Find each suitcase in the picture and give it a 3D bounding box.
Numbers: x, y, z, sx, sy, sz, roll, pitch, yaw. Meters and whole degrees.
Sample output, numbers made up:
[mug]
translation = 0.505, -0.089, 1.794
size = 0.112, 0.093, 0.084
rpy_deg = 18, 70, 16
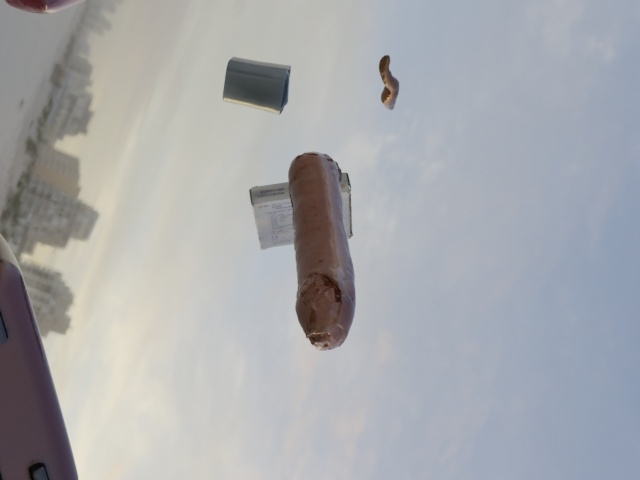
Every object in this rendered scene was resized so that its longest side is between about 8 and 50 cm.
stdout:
[suitcase]
translation = -0.372, 0.142, 0.849
size = 0.236, 0.161, 0.297
rpy_deg = 27, -49, 58

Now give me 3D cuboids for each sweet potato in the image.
[sweet potato]
translation = 0.141, -0.311, 1.653
size = 0.179, 0.044, 0.044
rpy_deg = 71, 31, -66

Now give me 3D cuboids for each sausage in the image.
[sausage]
translation = 0.000, 0.000, 1.244
size = 0.094, 0.094, 0.419
rpy_deg = -56, -156, 31

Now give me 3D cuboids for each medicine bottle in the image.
[medicine bottle]
translation = -0.035, -0.054, 1.645
size = 0.171, 0.201, 0.052
rpy_deg = 83, -2, -56

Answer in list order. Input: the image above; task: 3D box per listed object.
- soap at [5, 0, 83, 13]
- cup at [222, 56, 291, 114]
[soap]
translation = -0.311, -0.422, 1.043
size = 0.220, 0.127, 0.325
rpy_deg = 11, -123, 24
[cup]
translation = -0.123, -0.322, 1.660
size = 0.128, 0.129, 0.095
rpy_deg = -77, 179, -67
